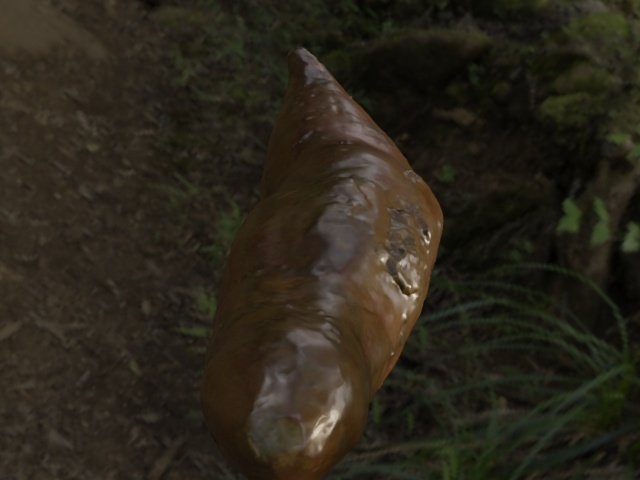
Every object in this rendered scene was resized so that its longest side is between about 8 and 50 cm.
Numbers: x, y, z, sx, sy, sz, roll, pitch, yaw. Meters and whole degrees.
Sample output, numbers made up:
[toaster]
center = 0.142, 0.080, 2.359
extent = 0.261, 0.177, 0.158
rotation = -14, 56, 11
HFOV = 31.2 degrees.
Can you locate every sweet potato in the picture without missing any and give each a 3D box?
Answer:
[sweet potato]
center = 0.008, 0.009, 0.530
extent = 0.106, 0.095, 0.355
rotation = 52, 19, -22
